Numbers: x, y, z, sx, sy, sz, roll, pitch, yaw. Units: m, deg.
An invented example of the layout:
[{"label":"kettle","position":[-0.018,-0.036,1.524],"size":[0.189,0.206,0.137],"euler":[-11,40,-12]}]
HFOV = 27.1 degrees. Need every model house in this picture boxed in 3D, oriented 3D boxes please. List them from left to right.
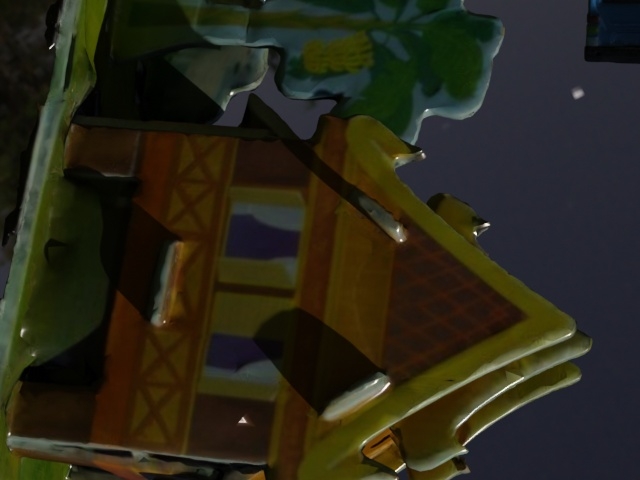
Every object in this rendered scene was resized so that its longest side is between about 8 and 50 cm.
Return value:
[{"label":"model house","position":[0.000,0.000,0.782],"size":[0.312,0.242,0.358],"euler":[5,-109,7]}]

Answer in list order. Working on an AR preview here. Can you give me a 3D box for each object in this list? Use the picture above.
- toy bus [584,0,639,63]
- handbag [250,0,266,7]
[{"label":"toy bus","position":[0.284,-0.226,1.180],"size":[0.090,0.106,0.185],"euler":[2,-153,14]},{"label":"handbag","position":[0.021,-0.259,1.019],"size":[0.179,0.062,0.229],"euler":[-12,-137,18]}]
